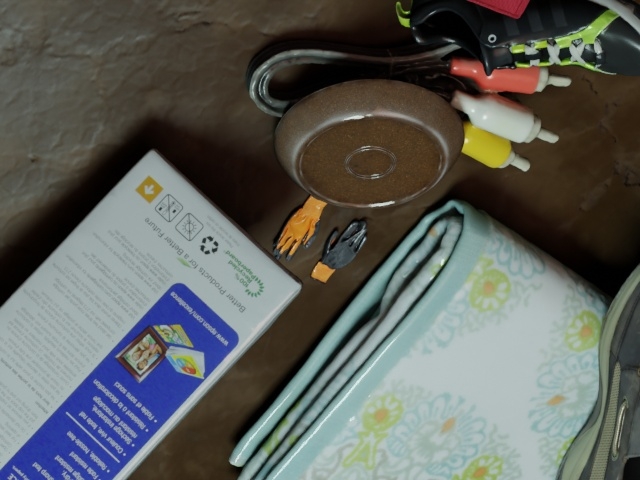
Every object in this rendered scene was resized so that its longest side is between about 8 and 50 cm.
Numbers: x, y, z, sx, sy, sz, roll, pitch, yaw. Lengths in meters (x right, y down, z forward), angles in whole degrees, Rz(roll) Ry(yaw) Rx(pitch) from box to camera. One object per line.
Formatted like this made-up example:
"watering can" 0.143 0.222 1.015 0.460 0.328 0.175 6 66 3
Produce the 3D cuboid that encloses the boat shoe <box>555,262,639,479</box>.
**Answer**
"boat shoe" 0.334 0.164 1.772 0.132 0.130 0.355 -2 121 -23

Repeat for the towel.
"towel" 0.126 0.170 1.824 0.320 0.090 0.374 31 105 -36

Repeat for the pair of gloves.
"pair of gloves" 0.000 0.000 1.714 0.083 0.010 0.074 29 106 -33

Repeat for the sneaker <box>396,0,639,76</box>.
"sneaker" 0.175 -0.166 1.559 0.097 0.234 0.084 -58 153 -22

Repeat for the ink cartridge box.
"ink cartridge box" -0.202 0.115 1.574 0.176 0.069 0.371 43 84 3

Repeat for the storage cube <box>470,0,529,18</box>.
"storage cube" 0.089 -0.317 1.449 0.193 0.183 0.215 16 114 -27

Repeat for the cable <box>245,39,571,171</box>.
"cable" 0.085 -0.140 1.620 0.287 0.072 0.139 7 122 -25

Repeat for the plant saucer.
"plant saucer" 0.043 -0.077 1.628 0.168 0.029 0.168 -2 145 -1
